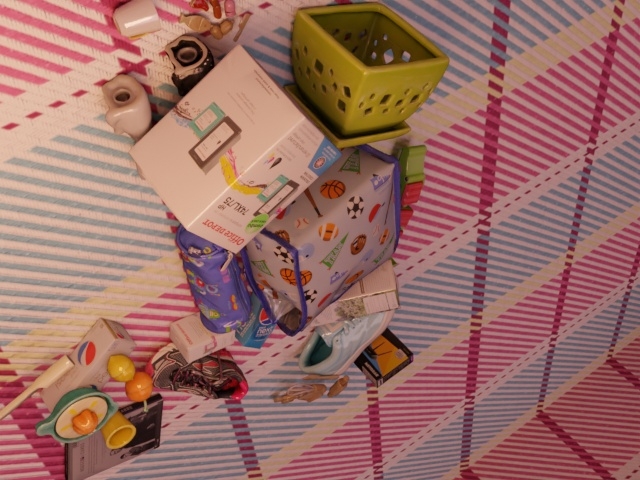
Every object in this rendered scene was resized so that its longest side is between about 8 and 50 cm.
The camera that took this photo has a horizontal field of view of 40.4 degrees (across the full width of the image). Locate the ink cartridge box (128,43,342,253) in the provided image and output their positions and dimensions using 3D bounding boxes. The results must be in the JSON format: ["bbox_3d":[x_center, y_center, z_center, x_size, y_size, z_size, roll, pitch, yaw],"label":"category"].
[{"bbox_3d":[-0.146,-0.151,1.514,0.270,0.197,0.198,-43,157,7],"label":"ink cartridge box"}]

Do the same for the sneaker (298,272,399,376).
[{"bbox_3d":[0.070,0.224,2.279,0.150,0.135,0.366,5,121,-53],"label":"sneaker"}]

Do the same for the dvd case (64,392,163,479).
[{"bbox_3d":[-0.485,0.467,2.045,0.238,0.029,0.179,-17,136,-34],"label":"dvd case"}]

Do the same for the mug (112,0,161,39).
[{"bbox_3d":[-0.297,-0.352,1.406,0.064,0.062,0.078,-25,134,-15],"label":"mug"}]

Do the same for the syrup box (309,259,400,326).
[{"bbox_3d":[0.071,0.131,2.141,0.236,0.096,0.093,-12,142,6],"label":"syrup box"}]

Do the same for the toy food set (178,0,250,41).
[{"bbox_3d":[-0.185,-0.394,1.515,0.122,0.019,0.078,15,113,-43],"label":"toy food set"}]

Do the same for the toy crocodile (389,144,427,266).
[{"bbox_3d":[0.183,-0.080,2.122,0.115,0.105,0.340,-8,129,-41],"label":"toy crocodile"}]

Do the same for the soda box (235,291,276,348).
[{"bbox_3d":[-0.126,0.153,2.065,0.067,0.071,0.210,17,112,-52],"label":"soda box"}]

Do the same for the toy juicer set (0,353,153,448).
[{"bbox_3d":[-0.461,0.322,1.744,0.209,0.089,0.329,-52,144,9],"label":"toy juicer set"}]

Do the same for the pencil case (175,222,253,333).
[{"bbox_3d":[-0.219,0.074,1.842,0.119,0.133,0.306,-45,149,-28],"label":"pencil case"}]

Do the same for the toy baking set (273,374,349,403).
[{"bbox_3d":[-0.018,0.410,2.370,0.196,0.030,0.256,-7,157,-26],"label":"toy baking set"}]

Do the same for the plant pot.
[{"bbox_3d":[0.074,-0.312,1.689,0.228,0.227,0.207,-15,140,-37],"label":"plant pot"}]

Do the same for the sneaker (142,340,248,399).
[{"bbox_3d":[-0.284,0.309,2.023,0.299,0.112,0.121,12,116,-50],"label":"sneaker"}]

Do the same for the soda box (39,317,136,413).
[{"bbox_3d":[-0.484,0.269,1.810,0.216,0.074,0.069,-50,145,6],"label":"soda box"}]

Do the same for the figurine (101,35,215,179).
[{"bbox_3d":[-0.268,-0.222,1.546,0.215,0.092,0.209,-35,147,-14],"label":"figurine"}]

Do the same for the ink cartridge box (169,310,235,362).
[{"bbox_3d":[-0.268,0.210,1.961,0.122,0.088,0.052,-20,140,-31],"label":"ink cartridge box"}]

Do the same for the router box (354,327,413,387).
[{"bbox_3d":[0.150,0.302,2.400,0.133,0.179,0.046,-33,145,-19],"label":"router box"}]

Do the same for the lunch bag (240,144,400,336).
[{"bbox_3d":[0.000,0.000,1.883,0.328,0.239,0.385,-40,145,-21],"label":"lunch bag"}]
